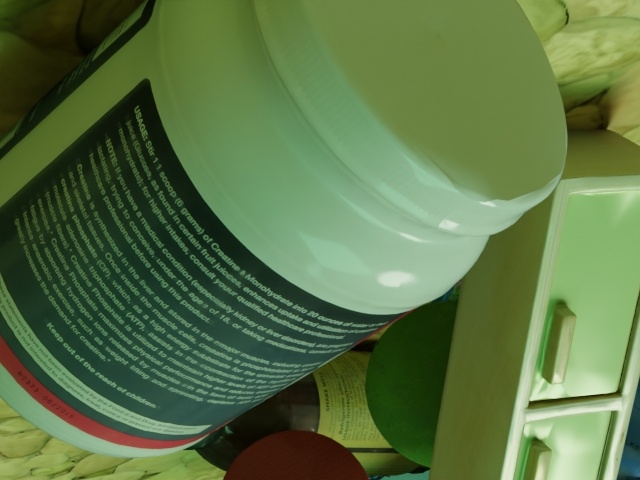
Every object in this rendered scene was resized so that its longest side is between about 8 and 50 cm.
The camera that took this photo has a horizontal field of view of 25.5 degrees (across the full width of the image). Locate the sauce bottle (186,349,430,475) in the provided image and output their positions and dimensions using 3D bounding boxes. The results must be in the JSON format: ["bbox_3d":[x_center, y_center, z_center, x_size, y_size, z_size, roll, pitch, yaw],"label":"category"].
[{"bbox_3d":[-0.029,0.138,1.164,0.111,0.111,0.344,-33,151,35],"label":"sauce bottle"}]

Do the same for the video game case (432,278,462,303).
[{"bbox_3d":[0.178,0.020,1.149,0.166,0.015,0.119,-12,157,-10],"label":"video game case"}]

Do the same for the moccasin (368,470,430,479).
[{"bbox_3d":[0.167,0.245,1.518,0.342,0.116,0.137,-11,156,-11],"label":"moccasin"}]

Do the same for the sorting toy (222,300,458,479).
[{"bbox_3d":[0.086,0.136,1.112,0.365,0.127,0.126,-40,164,-2],"label":"sorting toy"}]

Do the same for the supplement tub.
[{"bbox_3d":[-0.039,-0.026,0.680,0.191,0.191,0.272,9,147,-44],"label":"supplement tub"}]

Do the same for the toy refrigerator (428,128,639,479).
[{"bbox_3d":[0.156,0.068,0.952,0.102,0.094,0.269,-3,115,-26],"label":"toy refrigerator"}]

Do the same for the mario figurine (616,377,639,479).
[{"bbox_3d":[0.248,0.163,1.154,0.198,0.320,0.170,46,147,-22],"label":"mario figurine"}]
